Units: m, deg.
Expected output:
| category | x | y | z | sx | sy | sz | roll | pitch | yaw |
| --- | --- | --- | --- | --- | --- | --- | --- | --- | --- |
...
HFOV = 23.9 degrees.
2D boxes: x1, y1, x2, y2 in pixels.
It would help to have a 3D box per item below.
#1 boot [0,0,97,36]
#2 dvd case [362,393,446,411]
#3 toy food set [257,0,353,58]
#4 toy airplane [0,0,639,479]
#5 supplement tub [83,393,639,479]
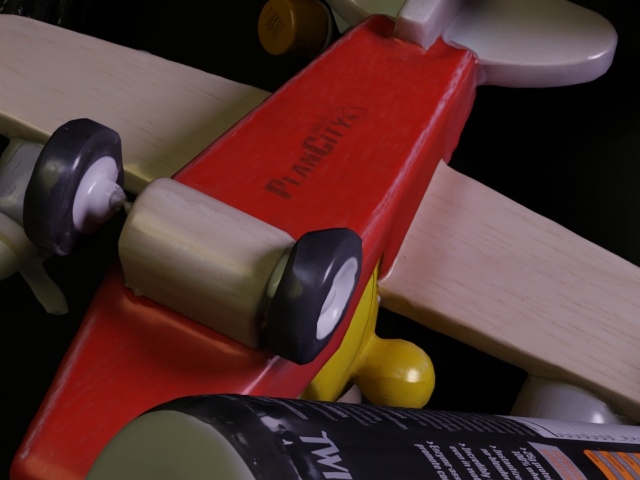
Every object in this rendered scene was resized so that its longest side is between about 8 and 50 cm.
| category | x | y | z | sx | sy | sz | roll | pitch | yaw |
| --- | --- | --- | --- | --- | --- | --- | --- | --- | --- |
| boot | -0.165 | -0.251 | 1.113 | 0.348 | 0.131 | 0.260 | -8 | 60 | 47 |
| dvd case | -0.036 | 0.172 | 0.914 | 0.180 | 0.022 | 0.253 | 39 | 97 | 41 |
| toy food set | 0.060 | -0.198 | 0.966 | 0.232 | 0.104 | 0.111 | -36 | 65 | 44 |
| toy airplane | 0.000 | 0.000 | 0.806 | 0.386 | 0.384 | 0.272 | -117 | 28 | -44 |
| supplement tub | 0.072 | 0.162 | 0.569 | 0.193 | 0.316 | 0.193 | -20 | 65 | 54 |
